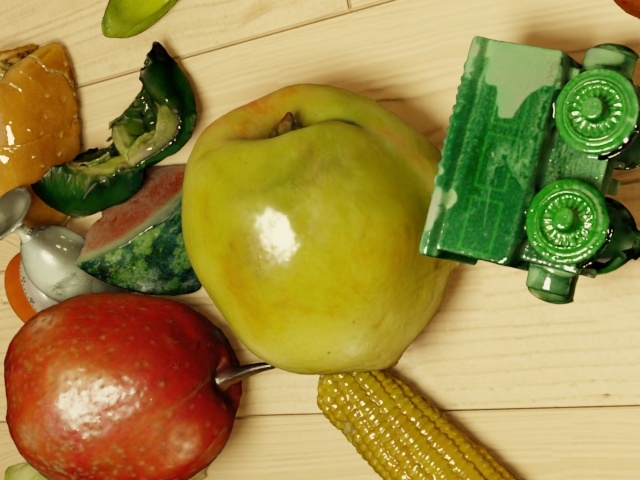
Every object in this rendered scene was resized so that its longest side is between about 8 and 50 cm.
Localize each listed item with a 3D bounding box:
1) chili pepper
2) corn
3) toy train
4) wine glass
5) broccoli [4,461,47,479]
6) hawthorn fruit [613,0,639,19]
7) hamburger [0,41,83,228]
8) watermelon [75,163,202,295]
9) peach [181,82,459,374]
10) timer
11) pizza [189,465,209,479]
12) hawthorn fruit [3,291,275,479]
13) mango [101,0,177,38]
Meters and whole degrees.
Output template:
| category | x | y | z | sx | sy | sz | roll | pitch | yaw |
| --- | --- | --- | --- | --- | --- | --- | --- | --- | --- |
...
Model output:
| category | x | y | z | sx | sy | sz | roll | pitch | yaw |
| --- | --- | --- | --- | --- | --- | --- | --- | --- | --- |
| chili pepper | -0.260 | -0.120 | 1.593 | 0.264 | 0.116 | 0.148 | -39 | 57 | 15 |
| corn | 0.137 | 0.270 | 1.424 | 0.363 | 0.120 | 0.120 | 44 | 124 | 18 |
| toy train | 0.233 | -0.074 | 1.214 | 0.202 | 0.145 | 0.266 | 15 | 92 | 29 |
| wine glass | -0.366 | 0.028 | 1.659 | 0.103 | 0.103 | 0.222 | -11 | 138 | 37 |
| broccoli | -0.325 | 0.519 | 1.747 | 0.353 | 0.275 | 0.397 | 17 | 115 | -4 |
| hawthorn fruit | 0.326 | -0.272 | 1.142 | 0.125 | 0.140 | 0.125 | -1 | 111 | -2 |
| hamburger | -0.423 | -0.135 | 1.690 | 0.144 | 0.156 | 0.283 | 8 | 105 | 34 |
| watermelon | -0.229 | -0.039 | 1.605 | 0.202 | 0.136 | 0.207 | 36 | 106 | 16 |
| peach | -0.006 | -0.006 | 1.348 | 0.314 | 0.281 | 0.315 | 13 | 120 | 26 |
| timer | -0.419 | 0.074 | 1.787 | 0.136 | 0.099 | 0.136 | 10 | 104 | 47 |
| pizza | -0.283 | 0.355 | 1.774 | 0.289 | 0.081 | 0.228 | 10 | 109 | 32 |
| hawthorn fruit | -0.230 | 0.197 | 1.571 | 0.369 | 0.285 | 0.284 | -9 | 98 | 17 |
| mango | -0.231 | -0.318 | 1.542 | 0.165 | 0.091 | 0.074 | -32 | 94 | 36 |
